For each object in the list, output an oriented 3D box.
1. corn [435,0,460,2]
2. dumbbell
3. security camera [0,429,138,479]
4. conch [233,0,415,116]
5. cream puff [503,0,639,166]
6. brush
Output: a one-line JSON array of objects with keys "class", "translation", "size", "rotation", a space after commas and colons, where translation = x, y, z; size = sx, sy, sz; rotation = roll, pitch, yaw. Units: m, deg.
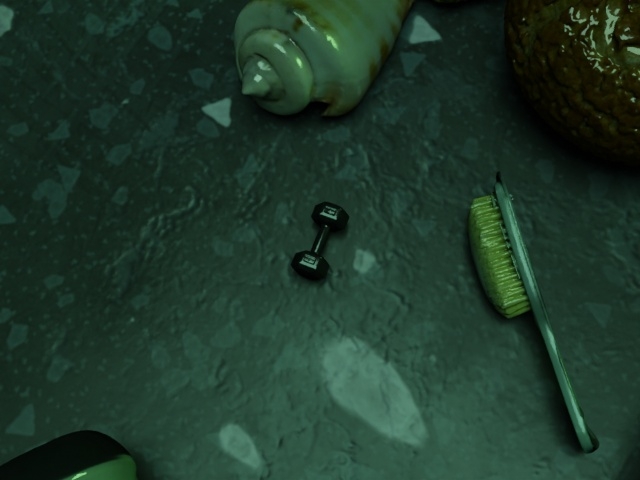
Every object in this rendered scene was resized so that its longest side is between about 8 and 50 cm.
[{"class": "corn", "translation": [0.224, -0.338, 0.972], "size": [0.238, 0.080, 0.080], "rotation": [-19, 71, -4]}, {"class": "dumbbell", "translation": [0.000, 0.000, 0.882], "size": [0.036, 0.040, 0.083], "rotation": [9, 68, 37]}, {"class": "security camera", "translation": [-0.196, 0.323, 0.695], "size": [0.197, 0.191, 0.277], "rotation": [-32, 74, -11]}, {"class": "conch", "translation": [0.005, -0.242, 0.918], "size": [0.158, 0.127, 0.255], "rotation": [35, 75, 13]}, {"class": "cream puff", "translation": [0.343, -0.227, 0.861], "size": [0.302, 0.212, 0.303], "rotation": [-2, 72, 5]}, {"class": "brush", "translation": [0.205, 0.074, 0.844], "size": [0.060, 0.068, 0.297], "rotation": [-20, 72, 15]}]
